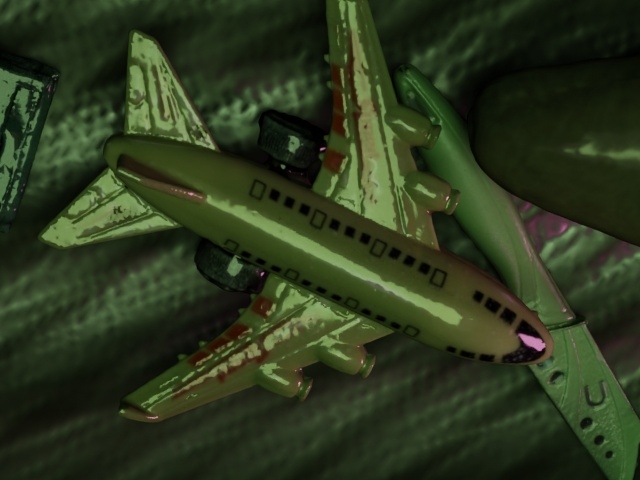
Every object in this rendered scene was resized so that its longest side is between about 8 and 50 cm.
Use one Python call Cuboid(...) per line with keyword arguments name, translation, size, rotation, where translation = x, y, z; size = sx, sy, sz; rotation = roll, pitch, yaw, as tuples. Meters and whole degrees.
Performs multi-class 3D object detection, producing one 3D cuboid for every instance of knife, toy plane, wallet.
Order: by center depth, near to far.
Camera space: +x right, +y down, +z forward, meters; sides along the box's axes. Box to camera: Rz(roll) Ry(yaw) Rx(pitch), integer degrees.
Cuboid(name="wallet", translation=(-0.196, -0.059, 0.723), size=(0.129, 0.026, 0.088), rotation=(19, 104, -12))
Cuboid(name="toy plane", translation=(0.000, 0.000, 0.733), size=(0.244, 0.092, 0.229), rotation=(24, 101, -15))
Cuboid(name="knife", translation=(0.109, 0.034, 0.796), size=(0.043, 0.020, 0.293), rotation=(-33, 110, 2))

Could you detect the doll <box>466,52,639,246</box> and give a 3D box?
Cuboid(name="doll", translation=(0.150, -0.144, 0.630), size=(0.382, 0.252, 0.379), rotation=(1, 107, -1))
